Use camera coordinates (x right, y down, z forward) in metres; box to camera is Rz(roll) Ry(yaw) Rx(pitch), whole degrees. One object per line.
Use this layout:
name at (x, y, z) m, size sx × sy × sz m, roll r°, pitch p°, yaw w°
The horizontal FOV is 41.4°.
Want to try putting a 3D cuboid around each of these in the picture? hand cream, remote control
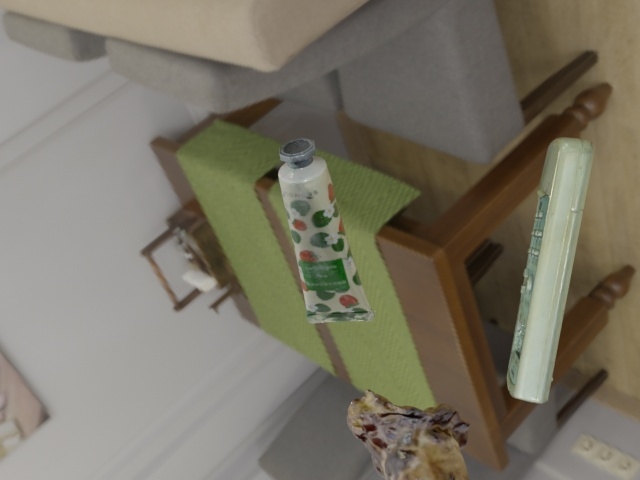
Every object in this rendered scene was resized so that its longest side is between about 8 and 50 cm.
hand cream at (0.000, 0.000, 1.071) m, size 0.095 × 0.059 × 0.276 m, roll -4°, pitch 125°, yaw 15°
remote control at (0.202, 0.025, 0.753) m, size 0.038 × 0.234 × 0.098 m, roll 9°, pitch -177°, yaw 9°

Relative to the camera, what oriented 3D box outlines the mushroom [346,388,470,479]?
mushroom at (0.106, 0.399, 0.896) m, size 0.331 × 0.356 × 0.334 m, roll 42°, pitch -174°, yaw -41°
